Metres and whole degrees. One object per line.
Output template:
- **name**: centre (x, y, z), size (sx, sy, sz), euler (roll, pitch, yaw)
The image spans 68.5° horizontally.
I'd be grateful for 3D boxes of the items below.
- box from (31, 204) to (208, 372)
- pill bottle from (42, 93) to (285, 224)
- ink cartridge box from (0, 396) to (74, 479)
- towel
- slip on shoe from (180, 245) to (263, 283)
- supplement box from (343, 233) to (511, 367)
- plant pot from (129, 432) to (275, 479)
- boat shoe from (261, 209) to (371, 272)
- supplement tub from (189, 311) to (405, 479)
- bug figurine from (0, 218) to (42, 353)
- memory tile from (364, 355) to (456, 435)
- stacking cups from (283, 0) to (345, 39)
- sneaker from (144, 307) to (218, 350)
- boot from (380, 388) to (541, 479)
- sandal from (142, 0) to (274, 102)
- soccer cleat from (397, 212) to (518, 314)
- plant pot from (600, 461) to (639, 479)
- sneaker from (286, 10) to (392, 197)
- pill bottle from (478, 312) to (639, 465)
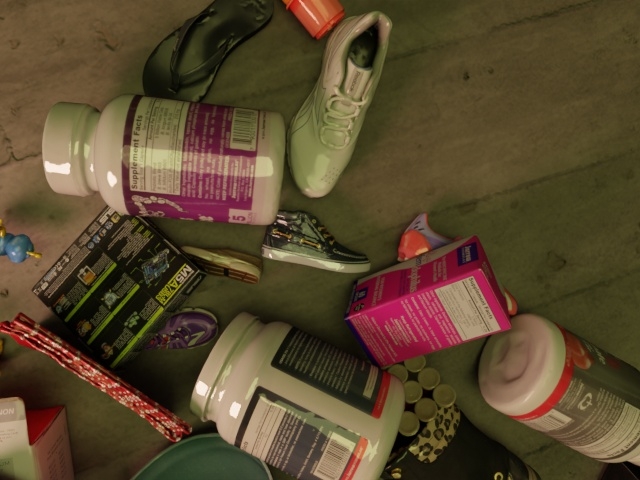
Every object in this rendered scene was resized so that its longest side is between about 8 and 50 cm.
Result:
- **box**: centre (-0.296, 0.061, 0.696), size (0.184, 0.045, 0.191), euler (39, 85, 10)
- **pill bottle**: centre (-0.207, -0.114, 0.665), size (0.301, 0.169, 0.169), euler (4, 96, -9)
- **ink cartridge box**: centre (-0.546, 0.348, 0.682), size (0.309, 0.130, 0.272), euler (-4, 97, -10)
- **towel**: centre (-0.320, 0.202, 0.676), size (0.275, 0.199, 0.031), euler (39, 62, -11)
- **slip on shoe**: centre (-0.158, 0.030, 0.757), size (0.135, 0.051, 0.041), euler (15, 54, -3)
- **supplement box**: centre (0.162, 0.096, 0.727), size (0.220, 0.111, 0.114), euler (-23, 109, 23)
- **plant pot**: centre (-0.162, 0.477, 0.705), size (0.293, 0.293, 0.196), euler (-28, 126, -5)
- **boat shoe**: centre (0.000, 0.000, 0.764), size (0.183, 0.065, 0.083), euler (10, 96, -9)
- **supplement tub**: centre (-0.030, 0.238, 0.698), size (0.272, 0.191, 0.191), euler (25, 92, 7)
- **bug figurine**: centre (-0.538, 0.074, 0.682), size (0.216, 0.072, 0.279), euler (22, 97, -5)
- **memory tile**: centre (0.141, 0.240, 0.789), size (0.113, 0.148, 0.012), euler (-36, 142, -7)
- **stacking cups**: centre (-0.087, -0.440, 0.686), size (0.096, 0.096, 0.316), euler (-40, 101, -3)
- **sneaker**: centre (-0.247, 0.151, 0.739), size (0.170, 0.071, 0.068), euler (-6, 97, -9)
- **boot**: centre (0.176, 0.459, 0.809), size (0.377, 0.138, 0.284), euler (-43, 102, -6)
- **sandal**: centre (-0.176, -0.297, 0.707), size (0.097, 0.054, 0.254), euler (41, 89, -11)
- **soccer cleat**: centre (0.248, 0.047, 0.806), size (0.248, 0.083, 0.095), euler (29, 87, -9)
- **plant pot**: centre (0.626, 0.558, 0.880), size (0.187, 0.188, 0.167), euler (27, 103, -11)
- **sneaker**: centre (0.025, -0.209, 0.713), size (0.111, 0.129, 0.297), euler (15, 95, -13)
- **pill bottle**: centre (0.452, 0.269, 0.813), size (0.318, 0.176, 0.176), euler (28, 91, -12)
